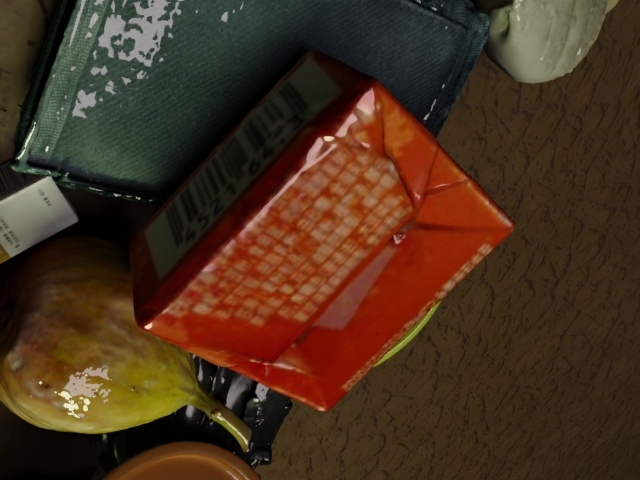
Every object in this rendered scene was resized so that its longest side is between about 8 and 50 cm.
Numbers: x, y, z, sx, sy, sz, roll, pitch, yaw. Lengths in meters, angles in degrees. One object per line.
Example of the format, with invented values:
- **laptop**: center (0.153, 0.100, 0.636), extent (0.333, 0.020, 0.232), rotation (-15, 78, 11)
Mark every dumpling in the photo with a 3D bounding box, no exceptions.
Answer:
- **dumpling**: center (0.209, -0.217, 0.741), extent (0.150, 0.092, 0.176), rotation (-45, 139, 8)

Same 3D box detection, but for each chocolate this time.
- **chocolate**: center (0.000, 0.000, 0.646), extent (0.237, 0.108, 0.235), rotation (-47, 136, 9)

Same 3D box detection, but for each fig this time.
- **fig**: center (-0.150, 0.109, 0.675), extent (0.159, 0.159, 0.257), rotation (-46, 118, 7)

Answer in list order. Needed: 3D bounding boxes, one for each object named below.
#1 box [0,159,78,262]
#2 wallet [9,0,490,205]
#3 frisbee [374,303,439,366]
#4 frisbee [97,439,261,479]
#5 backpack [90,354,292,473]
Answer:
- **box**: center (-0.291, 0.010, 0.603), extent (0.218, 0.039, 0.055), rotation (-31, 140, -11)
- **wallet**: center (-0.042, -0.126, 0.637), extent (0.342, 0.075, 0.237), rotation (9, 116, -38)
- **frisbee**: center (0.054, 0.072, 0.942), extent (0.236, 0.017, 0.236), rotation (-21, 136, -22)
- **frisbee**: center (-0.130, 0.299, 0.706), extent (0.251, 0.021, 0.250), rotation (3, 85, -45)
- **backpack**: center (-0.106, 0.149, 0.816), extent (0.206, 0.133, 0.258), rotation (12, 111, -47)
